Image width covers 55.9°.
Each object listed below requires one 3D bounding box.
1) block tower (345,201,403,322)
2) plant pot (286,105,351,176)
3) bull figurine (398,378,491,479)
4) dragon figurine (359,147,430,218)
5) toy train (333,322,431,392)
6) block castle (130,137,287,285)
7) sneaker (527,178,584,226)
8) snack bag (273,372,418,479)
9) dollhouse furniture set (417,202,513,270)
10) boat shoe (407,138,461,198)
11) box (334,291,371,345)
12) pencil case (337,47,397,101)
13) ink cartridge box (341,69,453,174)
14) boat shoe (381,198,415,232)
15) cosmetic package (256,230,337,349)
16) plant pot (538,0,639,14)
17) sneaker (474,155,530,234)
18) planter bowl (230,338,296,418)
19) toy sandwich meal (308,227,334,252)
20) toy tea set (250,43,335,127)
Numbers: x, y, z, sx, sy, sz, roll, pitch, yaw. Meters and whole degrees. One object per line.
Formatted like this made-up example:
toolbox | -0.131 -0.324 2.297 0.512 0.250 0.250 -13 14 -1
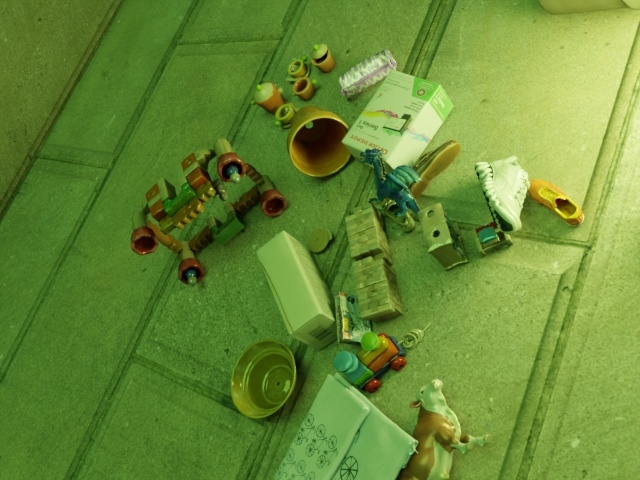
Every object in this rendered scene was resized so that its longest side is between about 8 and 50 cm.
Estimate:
block tower | 0.145 0.064 1.657 0.091 0.097 0.335 -22 53 23
plant pot | -0.017 -0.335 1.928 0.205 0.205 0.188 -38 34 11
bull figurine | 0.260 0.473 1.343 0.188 0.101 0.310 3 71 53
dragon figurine | 0.217 -0.148 1.647 0.289 0.144 0.085 33 43 24
toy train | 0.154 0.262 1.509 0.248 0.143 0.105 -43 50 8
block castle | -0.365 -0.079 1.943 0.453 0.303 0.213 -38 44 11
sneaker | 0.573 -0.105 1.475 0.064 0.067 0.175 -47 48 6
snack bag | 0.045 0.530 1.445 0.342 0.037 0.323 29 90 53
dollhouse furniture set | 0.366 -0.033 1.534 0.183 0.129 0.129 -24 54 22
boat shoe | 0.303 -0.213 1.711 0.207 0.073 0.073 -44 52 6
box | 0.087 0.212 1.615 0.027 0.094 0.137 -43 41 48
pencil case | 0.152 -0.546 1.981 0.206 0.086 0.088 -30 18 19
ink cartridge box | 0.228 -0.346 1.804 0.201 0.117 0.278 32 86 41
boat shoe | 0.213 -0.085 1.718 0.056 0.048 0.153 -39 50 10
cosmetic package | -0.055 0.139 1.707 0.113 0.160 0.309 -38 50 12
plant pot | 0.726 -0.735 1.587 0.280 0.323 0.323 -8 60 50
sneaker | 0.461 -0.124 1.487 0.118 0.110 0.292 -18 33 16
planter bowl | -0.137 0.389 1.672 0.217 0.090 0.217 -15 59 26
toy sandwich meal | 0.000 0.000 1.832 0.085 0.029 0.086 -16 61 31
toy tea set | -0.104 -0.572 2.144 0.200 0.124 0.336 35 88 41
